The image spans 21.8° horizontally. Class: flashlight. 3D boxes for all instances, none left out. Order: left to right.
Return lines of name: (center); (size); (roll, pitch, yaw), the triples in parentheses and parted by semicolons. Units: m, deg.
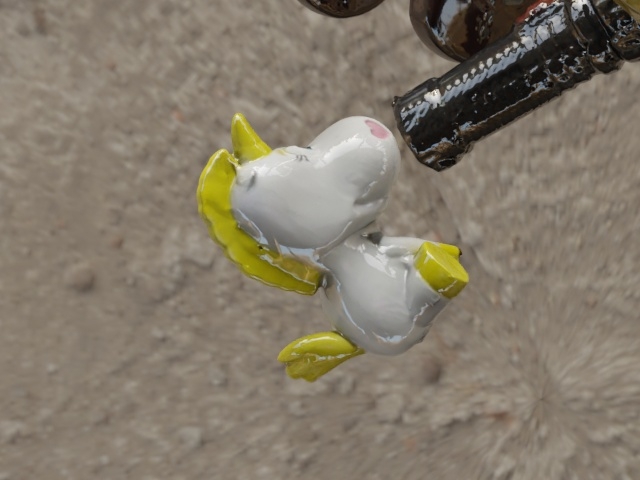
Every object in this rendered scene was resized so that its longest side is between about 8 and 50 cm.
flashlight: (0.159, -0.133, 1.222); (0.232, 0.093, 0.093); (-28, 81, 23)

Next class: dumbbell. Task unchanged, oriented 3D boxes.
dumbbell: (0.077, -0.239, 1.424); (0.225, 0.124, 0.140); (29, 119, 47)

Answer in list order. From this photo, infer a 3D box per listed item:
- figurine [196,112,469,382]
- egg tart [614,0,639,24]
figurine: (0.005, -0.006, 0.994); (0.130, 0.109, 0.178); (-35, 110, -15)
egg tart: (0.154, -0.114, 0.225); (0.345, 0.345, 0.132); (30, 63, 9)
